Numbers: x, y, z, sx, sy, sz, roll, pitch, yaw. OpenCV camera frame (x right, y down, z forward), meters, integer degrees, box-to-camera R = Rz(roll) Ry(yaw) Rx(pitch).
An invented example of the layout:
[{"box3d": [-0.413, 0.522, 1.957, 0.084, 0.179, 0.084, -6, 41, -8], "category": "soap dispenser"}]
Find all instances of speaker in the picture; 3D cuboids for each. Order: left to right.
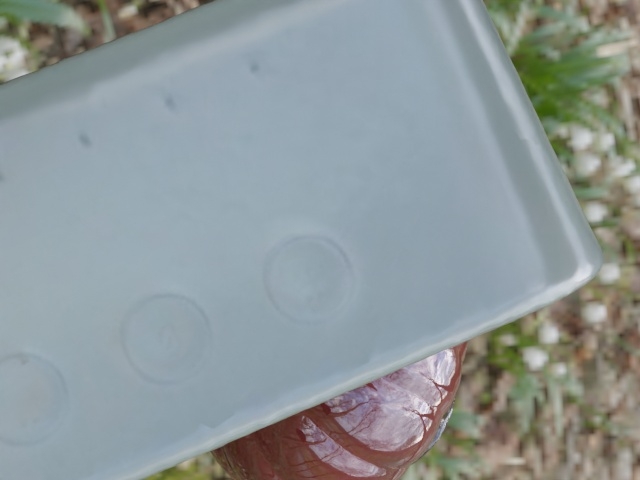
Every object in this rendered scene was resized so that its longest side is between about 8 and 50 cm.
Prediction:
[{"box3d": [-0.091, 0.004, 0.842, 0.406, 0.183, 0.184, -22, 96, -7], "category": "speaker"}]

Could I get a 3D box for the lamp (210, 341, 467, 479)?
[{"box3d": [0.008, 0.120, 1.762, 0.257, 0.303, 0.303, 33, 61, -29], "category": "lamp"}]
